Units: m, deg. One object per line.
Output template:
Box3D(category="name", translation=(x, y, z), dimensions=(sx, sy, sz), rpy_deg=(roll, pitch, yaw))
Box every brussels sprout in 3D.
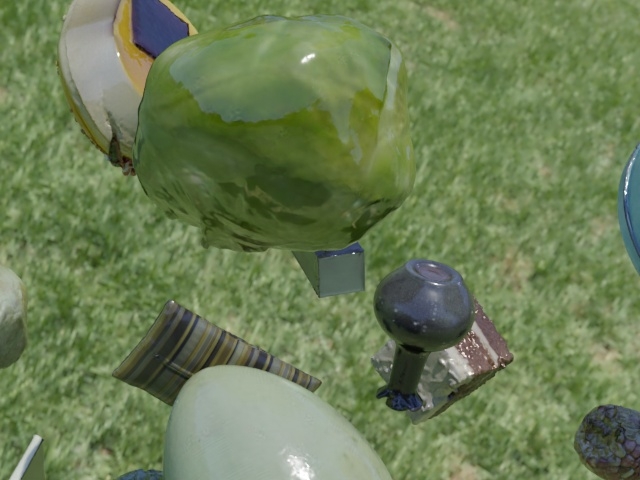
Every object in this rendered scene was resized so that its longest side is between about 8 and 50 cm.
Box3D(category="brussels sprout", translation=(-0.040, -0.117, 1.235), dimensions=(0.328, 0.328, 0.247), rpy_deg=(19, 72, -11))

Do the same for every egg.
Box3D(category="egg", translation=(-0.043, 0.254, 1.125), dimensions=(0.218, 0.218, 0.295), rpy_deg=(-17, 73, -50))

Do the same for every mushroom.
Box3D(category="mushroom", translation=(-0.622, 0.143, 2.128), dimensions=(0.164, 0.190, 0.267), rpy_deg=(24, 2, 22))

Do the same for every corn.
Box3D(category="corn", translation=(0.436, 0.283, 1.479), dimensions=(0.290, 0.098, 0.098), rpy_deg=(24, 24, -38))

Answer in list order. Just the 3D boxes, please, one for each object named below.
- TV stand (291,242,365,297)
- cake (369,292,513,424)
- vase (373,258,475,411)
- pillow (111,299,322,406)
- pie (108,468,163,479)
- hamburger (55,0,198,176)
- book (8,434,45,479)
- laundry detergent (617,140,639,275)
Box3D(category="TV stand", translation=(0.000, 0.000, 2.035), dimensions=(0.088, 0.083, 0.269), rpy_deg=(-8, 28, -15))
Box3D(category="cake", translation=(0.164, 0.161, 1.594), dimensions=(0.147, 0.135, 0.134), rpy_deg=(-8, 59, -49))
Box3D(category="vase", translation=(0.111, 0.117, 1.353), dimensions=(0.120, 0.183, 0.120), rpy_deg=(12, 21, -5))
Box3D(category="pillow", translation=(-0.108, 0.148, 1.224), dimensions=(0.203, 0.113, 0.038), rpy_deg=(30, 17, -25))
Box3D(category="pie", translation=(-0.300, 0.445, 1.646), dimensions=(0.306, 0.306, 0.071), rpy_deg=(-11, 45, -46))
Box3D(category="hamburger", translation=(-0.259, -0.226, 1.558), dimensions=(0.227, 0.151, 0.295), rpy_deg=(48, 28, -28))
Box3D(category="book", translation=(-0.452, 0.405, 1.635), dimensions=(0.021, 0.310, 0.217), rpy_deg=(26, 65, -2))
Box3D(category="laundry detergent", translation=(0.484, -0.052, 1.197), dimensions=(0.287, 0.305, 0.287), rpy_deg=(6, 65, -13))
